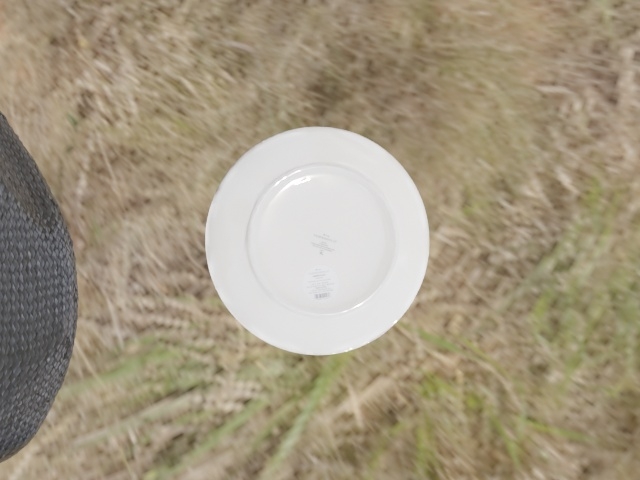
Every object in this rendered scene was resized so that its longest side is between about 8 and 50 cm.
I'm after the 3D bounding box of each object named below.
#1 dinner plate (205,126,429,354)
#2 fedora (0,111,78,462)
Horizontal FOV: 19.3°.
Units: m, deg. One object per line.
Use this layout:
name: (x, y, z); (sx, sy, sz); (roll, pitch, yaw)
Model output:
dinner plate: (0.000, 0.000, 1.153); (0.141, 0.017, 0.141); (0, 90, -11)
fedora: (-0.240, 0.021, 1.063); (0.152, 0.334, 0.334); (-5, 104, -50)
